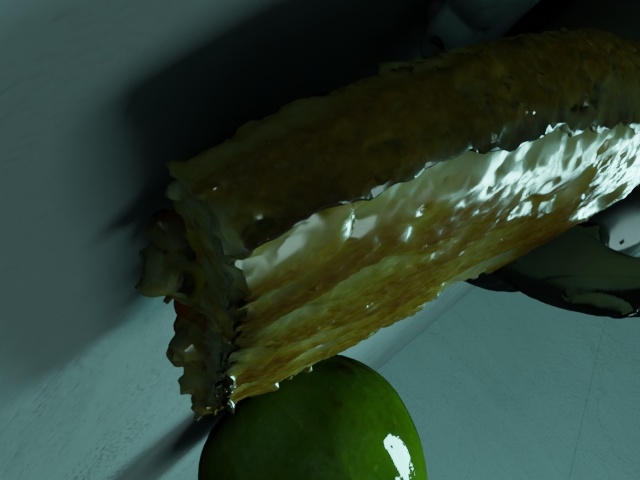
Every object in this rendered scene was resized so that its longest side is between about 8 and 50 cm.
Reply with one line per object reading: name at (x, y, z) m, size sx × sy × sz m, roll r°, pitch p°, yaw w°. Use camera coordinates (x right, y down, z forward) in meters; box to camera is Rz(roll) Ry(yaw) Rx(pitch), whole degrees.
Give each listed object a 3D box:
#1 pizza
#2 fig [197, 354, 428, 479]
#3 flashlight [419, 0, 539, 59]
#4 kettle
pizza at (0.000, 0.000, 0.779) m, size 0.440 × 0.130 × 0.406 m, roll -14°, pitch 161°, yaw -47°
fig at (0.008, 0.308, 1.626) m, size 0.316 × 0.316 × 0.316 m, roll -41°, pitch 170°, yaw -8°
flashlight at (0.139, -0.183, 0.788) m, size 0.200 × 0.047 × 0.093 m, roll -43°, pitch 173°, yaw -12°
kettle at (0.235, -0.065, 0.971) m, size 0.324 × 0.321 × 0.228 m, roll -34°, pitch 136°, yaw -15°
